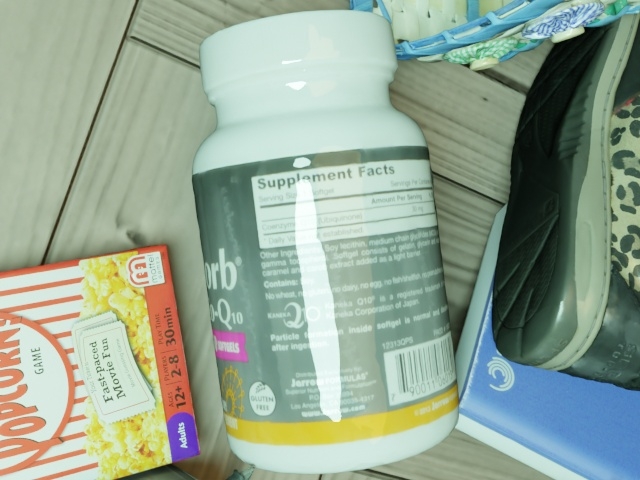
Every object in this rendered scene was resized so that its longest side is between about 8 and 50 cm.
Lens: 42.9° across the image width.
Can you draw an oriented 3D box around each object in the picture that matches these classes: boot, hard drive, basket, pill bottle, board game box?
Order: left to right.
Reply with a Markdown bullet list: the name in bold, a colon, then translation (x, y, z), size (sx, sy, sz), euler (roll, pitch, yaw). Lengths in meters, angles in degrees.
- **board game box**: translation (-0.186, 0.090, 0.523), size (0.193, 0.045, 0.146), euler (-11, 93, -25)
- **pill bottle**: translation (0.000, 0.000, 0.551), size (0.162, 0.162, 0.278), euler (-8, 91, -26)
- **basket**: translation (0.099, -0.235, 0.554), size (0.289, 0.255, 0.201), euler (12, 76, -35)
- **hard drive**: translation (0.265, 0.120, 0.652), size (0.319, 0.040, 0.210), euler (28, 54, -5)
- **boot**: translation (0.303, -0.028, 0.647), size (0.284, 0.138, 0.377), euler (24, 57, -7)

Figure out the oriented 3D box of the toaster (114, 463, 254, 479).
- **toaster**: translation (-0.131, 0.237, 0.509), size (0.186, 0.110, 0.168), euler (-11, 94, -25)
